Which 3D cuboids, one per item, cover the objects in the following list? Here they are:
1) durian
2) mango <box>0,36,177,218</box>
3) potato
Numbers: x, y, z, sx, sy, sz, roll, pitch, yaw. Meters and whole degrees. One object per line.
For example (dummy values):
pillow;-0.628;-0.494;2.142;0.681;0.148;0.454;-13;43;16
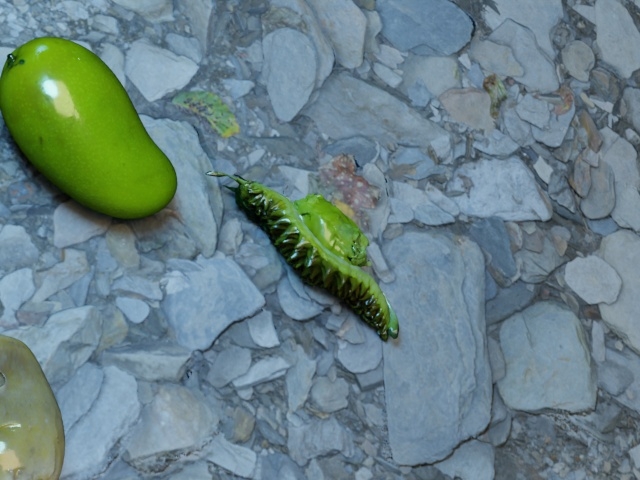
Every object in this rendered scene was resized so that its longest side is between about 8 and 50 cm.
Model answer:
durian;-0.005;0.005;1.820;0.375;0.106;0.132;45;52;-11
mango;-0.316;-0.146;1.697;0.293;0.143;0.175;49;51;-16
potato;-0.401;0.221;1.509;0.150;0.146;0.234;14;43;-51
